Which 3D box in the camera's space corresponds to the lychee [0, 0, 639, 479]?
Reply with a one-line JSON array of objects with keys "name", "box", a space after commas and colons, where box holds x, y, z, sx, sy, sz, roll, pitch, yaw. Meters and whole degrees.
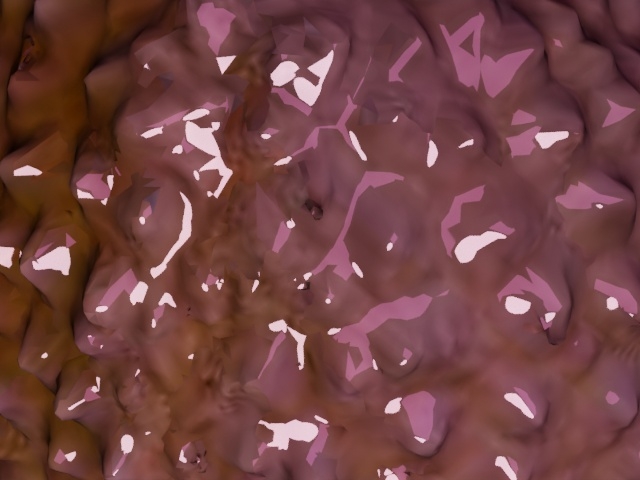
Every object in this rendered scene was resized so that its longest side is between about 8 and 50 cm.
[{"name": "lychee", "box": [0.000, 0.000, 0.745, 0.380, 0.432, 0.380, -5, 65, 11]}]
